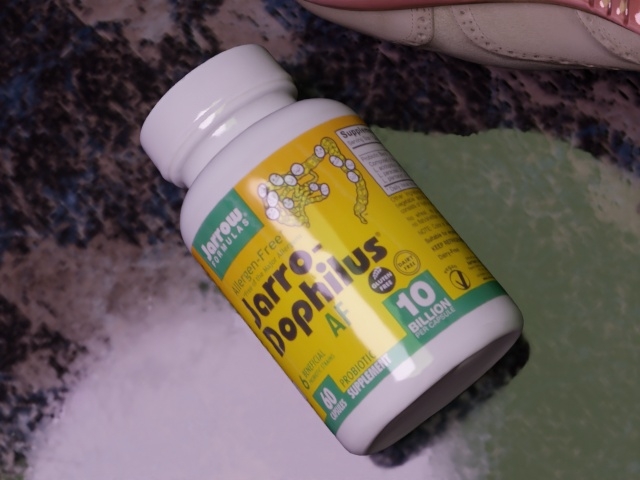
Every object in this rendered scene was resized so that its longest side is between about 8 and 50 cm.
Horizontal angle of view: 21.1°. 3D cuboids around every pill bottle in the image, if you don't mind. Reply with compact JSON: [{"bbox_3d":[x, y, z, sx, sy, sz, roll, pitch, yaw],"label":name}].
[{"bbox_3d":[0.000,0.000,0.908,0.117,0.117,0.208,-38,76,0],"label":"pill bottle"}]

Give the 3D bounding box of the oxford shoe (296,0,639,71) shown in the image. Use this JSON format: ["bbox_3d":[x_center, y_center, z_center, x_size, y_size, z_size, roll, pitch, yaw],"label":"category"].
[{"bbox_3d":[0.161,-0.150,0.882,0.397,0.146,0.141,11,81,19],"label":"oxford shoe"}]
